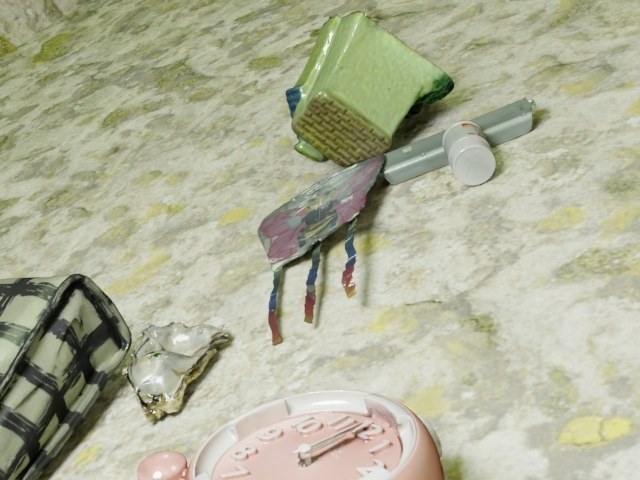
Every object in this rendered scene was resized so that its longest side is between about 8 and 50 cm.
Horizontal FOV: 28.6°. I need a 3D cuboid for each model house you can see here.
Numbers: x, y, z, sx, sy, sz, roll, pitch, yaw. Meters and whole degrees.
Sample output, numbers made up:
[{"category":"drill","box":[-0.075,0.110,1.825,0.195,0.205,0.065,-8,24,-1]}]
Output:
[{"category":"model house","box":[0.047,-0.193,1.788,0.189,0.195,0.214,-57,18,-8]}]

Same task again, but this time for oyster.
[{"category":"oyster","box":[-0.178,0.142,1.455,0.108,0.053,0.166,16,33,16]}]

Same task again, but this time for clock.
[{"category":"clock","box":[0.000,0.228,1.070,0.241,0.142,0.227,-26,25,-23]}]

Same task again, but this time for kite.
[{"category":"kite","box":[-0.002,-0.003,1.577,0.204,0.022,0.360,-30,24,14]}]

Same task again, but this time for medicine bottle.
[{"category":"medicine bottle","box":[0.189,-0.112,1.598,0.057,0.057,0.089,-22,26,7]}]

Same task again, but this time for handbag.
[{"category":"handbag","box":[-0.428,0.195,1.460,0.325,0.162,0.327,-6,38,37]}]

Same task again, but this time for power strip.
[{"category":"power strip","box":[0.171,-0.128,1.675,0.252,0.027,0.060,-21,28,9]}]
